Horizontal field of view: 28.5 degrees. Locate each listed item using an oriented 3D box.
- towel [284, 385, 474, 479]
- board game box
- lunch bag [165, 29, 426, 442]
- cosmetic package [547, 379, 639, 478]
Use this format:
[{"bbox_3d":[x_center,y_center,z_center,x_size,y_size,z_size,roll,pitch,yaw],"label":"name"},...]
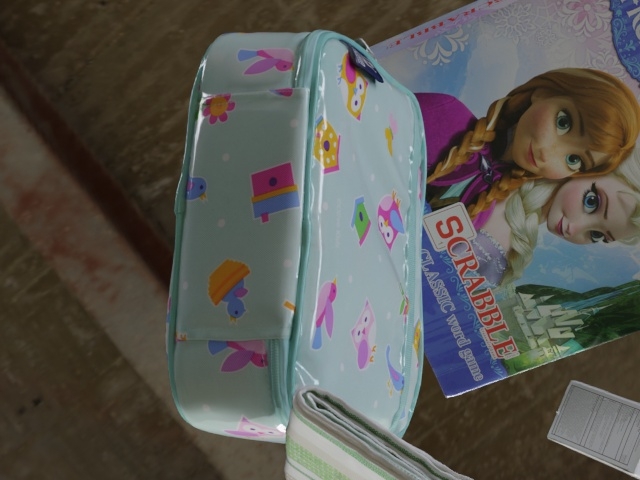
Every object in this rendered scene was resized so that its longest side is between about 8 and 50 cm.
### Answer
[{"bbox_3d":[0.031,0.139,0.676,0.113,0.023,0.152,33,-27,16],"label":"towel"},{"bbox_3d":[0.192,-0.056,1.072,0.318,0.066,0.319,-22,-70,14],"label":"board game box"},{"bbox_3d":[0.000,0.000,0.864,0.108,0.224,0.279,-1,-103,28],"label":"lunch bag"},{"bbox_3d":[0.315,0.193,1.105,0.099,0.239,0.060,21,-95,52],"label":"cosmetic package"}]
